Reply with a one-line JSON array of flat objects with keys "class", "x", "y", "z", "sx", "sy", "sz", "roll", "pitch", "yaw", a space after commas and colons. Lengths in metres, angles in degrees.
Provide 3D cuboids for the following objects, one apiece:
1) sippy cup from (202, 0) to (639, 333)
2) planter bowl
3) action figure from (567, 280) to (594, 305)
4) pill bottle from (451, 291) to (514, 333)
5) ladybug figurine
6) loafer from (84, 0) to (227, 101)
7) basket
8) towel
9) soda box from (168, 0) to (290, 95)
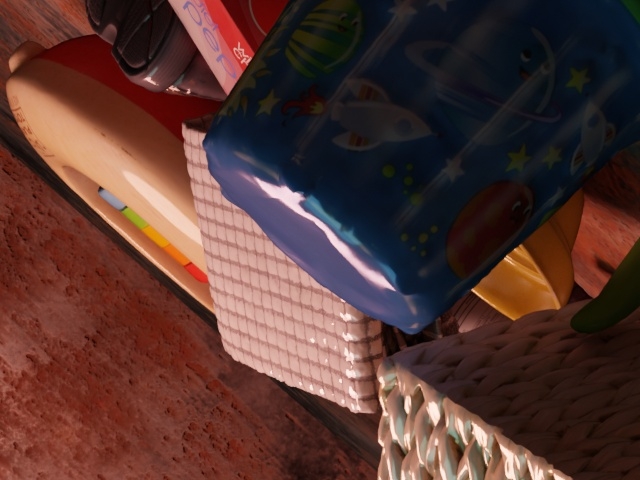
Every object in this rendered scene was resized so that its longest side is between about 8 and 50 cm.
[{"class": "sippy cup", "x": 0.060, "y": -0.080, "z": 1.011, "sx": 0.305, "sy": 0.224, "sz": 0.240, "roll": 35, "pitch": 167, "yaw": 24}, {"class": "planter bowl", "x": 0.123, "y": -0.040, "z": 1.276, "sx": 0.217, "sy": 0.090, "sz": 0.217, "roll": 44, "pitch": 169, "yaw": 11}, {"class": "action figure", "x": 0.291, "y": 0.142, "z": 1.392, "sx": 0.285, "sy": 0.099, "sz": 0.185, "roll": 27, "pitch": 164, "yaw": 27}, {"class": "pill bottle", "x": 0.155, "y": 0.089, "z": 1.597, "sx": 0.219, "sy": 0.123, "sz": 0.123, "roll": 33, "pitch": 166, "yaw": 32}, {"class": "ladybug figurine", "x": -0.126, "y": -0.059, "z": 1.822, "sx": 0.449, "sy": 0.162, "sz": 0.305, "roll": 43, "pitch": 169, "yaw": -16}, {"class": "loafer", "x": -0.108, "y": -0.177, "z": 1.332, "sx": 0.095, "sy": 0.109, "sz": 0.302, "roll": 25, "pitch": -160, "yaw": -25}, {"class": "basket", "x": 0.232, "y": 0.209, "z": 1.076, "sx": 0.266, "sy": 0.331, "sz": 0.328, "roll": 34, "pitch": 130, "yaw": 52}, {"class": "towel", "x": 0.000, "y": 0.000, "z": 1.555, "sx": 0.284, "sy": 0.121, "sz": 0.235, "roll": 14, "pitch": 116, "yaw": 57}, {"class": "soda box", "x": -0.051, "y": -0.174, "z": 1.154, "sx": 0.263, "sy": 0.083, "sz": 0.092, "roll": 58, "pitch": 161, "yaw": 0}]
